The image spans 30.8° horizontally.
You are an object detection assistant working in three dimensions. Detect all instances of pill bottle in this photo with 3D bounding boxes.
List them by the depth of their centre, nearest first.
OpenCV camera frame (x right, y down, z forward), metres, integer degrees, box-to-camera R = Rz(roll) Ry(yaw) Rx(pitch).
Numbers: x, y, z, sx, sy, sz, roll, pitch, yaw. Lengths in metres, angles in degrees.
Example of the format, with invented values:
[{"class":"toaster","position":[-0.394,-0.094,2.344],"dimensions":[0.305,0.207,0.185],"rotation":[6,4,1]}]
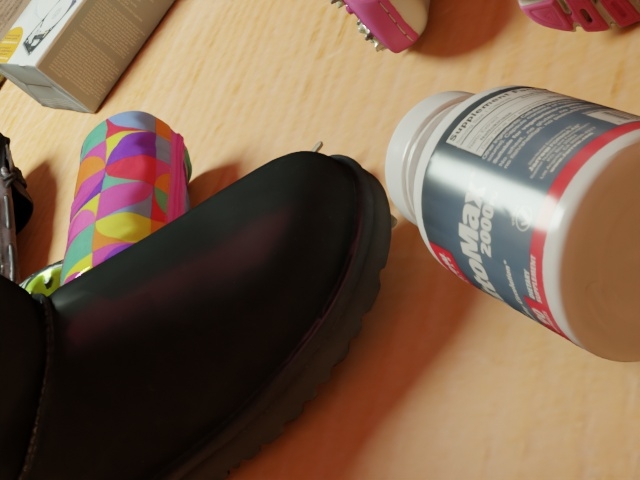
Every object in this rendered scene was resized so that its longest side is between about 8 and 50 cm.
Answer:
[{"class":"pill bottle","position":[0.109,-0.019,0.578],"dimensions":[0.108,0.108,0.180],"rotation":[-52,30,-3]}]

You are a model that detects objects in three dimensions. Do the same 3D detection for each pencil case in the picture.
[{"class":"pencil case","position":[-0.142,-0.009,0.896],"dimensions":[0.104,0.104,0.236],"rotation":[-40,32,17]}]

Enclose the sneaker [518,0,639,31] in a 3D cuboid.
[{"class":"sneaker","position":[0.196,-0.185,0.690],"dimensions":[0.170,0.063,0.075],"rotation":[-25,39,28]}]

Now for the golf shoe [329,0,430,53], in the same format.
[{"class":"golf shoe","position":[0.056,-0.261,0.908],"dimensions":[0.140,0.115,0.306],"rotation":[-33,36,20]}]

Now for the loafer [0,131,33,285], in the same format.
[{"class":"loafer","position":[-0.333,-0.012,1.181],"dimensions":[0.302,0.095,0.109],"rotation":[-98,15,-54]}]

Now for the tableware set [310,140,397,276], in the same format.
[{"class":"tableware set","position":[0.000,0.000,0.785],"dimensions":[0.104,0.024,0.154],"rotation":[-50,32,6]}]

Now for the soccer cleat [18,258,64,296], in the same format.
[{"class":"soccer cleat","position":[-0.228,0.043,0.999],"dimensions":[0.179,0.060,0.072],"rotation":[-26,26,35]}]

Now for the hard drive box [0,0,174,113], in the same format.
[{"class":"hard drive box","position":[-0.260,-0.268,1.341],"dimensions":[0.181,0.089,0.232],"rotation":[15,68,56]}]

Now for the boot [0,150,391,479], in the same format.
[{"class":"boot","position":[-0.220,0.006,0.623],"dimensions":[0.367,0.445,0.146],"rotation":[-49,35,9]}]

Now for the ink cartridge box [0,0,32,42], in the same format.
[{"class":"ink cartridge box","position":[-0.410,-0.290,1.510],"dimensions":[0.056,0.135,0.099],"rotation":[5,60,55]}]

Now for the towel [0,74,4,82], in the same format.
[{"class":"towel","position":[-0.502,-0.184,1.623],"dimensions":[0.148,0.027,0.110],"rotation":[-16,46,43]}]
